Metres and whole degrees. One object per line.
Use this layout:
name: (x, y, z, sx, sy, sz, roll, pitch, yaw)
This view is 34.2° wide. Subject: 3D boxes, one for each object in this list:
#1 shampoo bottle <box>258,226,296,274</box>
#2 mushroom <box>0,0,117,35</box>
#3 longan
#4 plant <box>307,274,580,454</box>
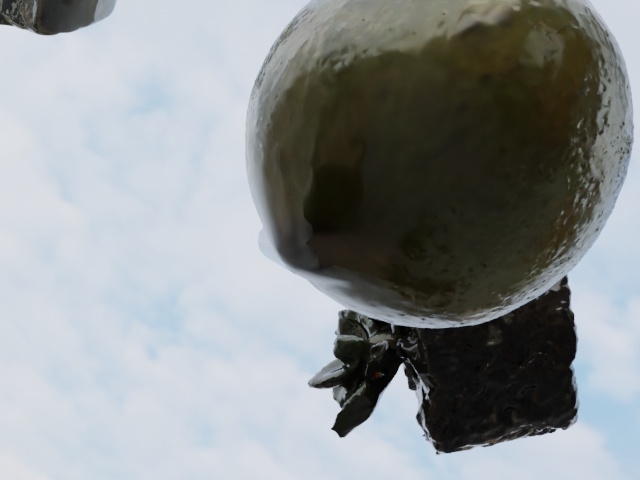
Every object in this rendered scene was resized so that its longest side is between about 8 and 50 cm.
shampoo bottle: (0.000, 0.000, 0.815, 0.087, 0.183, 0.050, -8, -86, -9)
mushroom: (-0.261, -0.336, 0.922, 0.159, 0.122, 0.329, 4, -53, 0)
longan: (0.051, -0.047, 0.409, 0.154, 0.176, 0.145, 23, -26, 44)
plant: (0.140, 0.130, 1.233, 0.312, 0.215, 0.213, -1, -76, 6)
